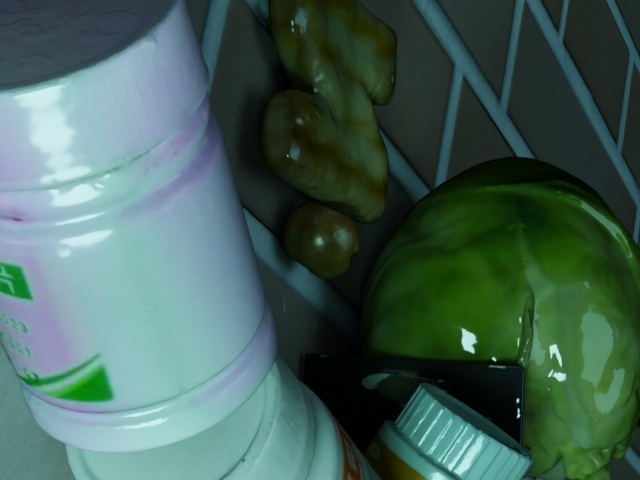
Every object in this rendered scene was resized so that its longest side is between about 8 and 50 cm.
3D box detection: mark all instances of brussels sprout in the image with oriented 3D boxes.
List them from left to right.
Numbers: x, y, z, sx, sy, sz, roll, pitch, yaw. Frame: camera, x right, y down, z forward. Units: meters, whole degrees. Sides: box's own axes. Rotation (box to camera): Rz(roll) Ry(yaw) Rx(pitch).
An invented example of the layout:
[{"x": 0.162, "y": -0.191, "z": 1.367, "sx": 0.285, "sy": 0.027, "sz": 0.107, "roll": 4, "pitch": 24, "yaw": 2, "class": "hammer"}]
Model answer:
[{"x": 0.233, "y": 0.087, "z": 2.059, "sx": 0.425, "sy": 0.342, "sz": 0.361, "roll": -21, "pitch": 119, "yaw": -61, "class": "brussels sprout"}]

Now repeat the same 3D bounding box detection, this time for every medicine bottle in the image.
[{"x": -0.164, "y": -0.025, "z": 1.299, "sx": 0.212, "sy": 0.212, "sz": 0.325, "roll": -61, "pitch": 146, "yaw": -46, "class": "medicine bottle"}, {"x": -0.064, "y": 0.227, "z": 1.558, "sx": 0.371, "sy": 0.211, "sz": 0.211, "roll": 58, "pitch": 41, "yaw": -54, "class": "medicine bottle"}, {"x": 0.074, "y": 0.310, "z": 1.789, "sx": 0.318, "sy": 0.158, "sz": 0.158, "roll": -56, "pitch": 155, "yaw": 4, "class": "medicine bottle"}]

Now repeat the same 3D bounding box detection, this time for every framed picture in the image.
[{"x": 0.092, "y": 0.289, "z": 1.877, "sx": 0.013, "sy": 0.244, "sz": 0.323, "roll": 9, "pitch": 84, "yaw": -75, "class": "framed picture"}]

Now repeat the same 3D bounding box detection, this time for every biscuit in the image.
[{"x": 0.011, "y": -0.153, "z": 1.875, "sx": 0.291, "sy": 0.062, "sz": 0.237, "roll": 24, "pitch": 68, "yaw": -67, "class": "biscuit"}]

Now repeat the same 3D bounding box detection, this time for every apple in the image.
[{"x": 0.000, "y": 0.000, "z": 1.851, "sx": 0.071, "sy": 0.084, "sz": 0.084, "roll": -63, "pitch": 153, "yaw": -7, "class": "apple"}]
